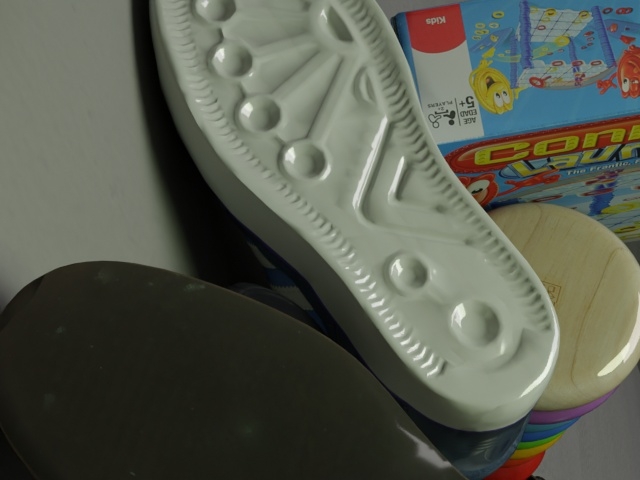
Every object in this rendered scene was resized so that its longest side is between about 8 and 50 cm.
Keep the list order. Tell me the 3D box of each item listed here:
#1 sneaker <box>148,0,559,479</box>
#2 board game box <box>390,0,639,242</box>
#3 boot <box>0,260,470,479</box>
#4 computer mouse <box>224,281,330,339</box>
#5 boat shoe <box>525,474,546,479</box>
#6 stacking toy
[{"bbox_3d":[0.001,0.000,0.819,0.323,0.130,0.236,56,-19,15],"label":"sneaker"},{"bbox_3d":[0.209,-0.077,0.957,0.302,0.308,0.086,69,11,-74],"label":"board game box"},{"bbox_3d":[0.008,0.117,0.547,0.112,0.305,0.115,-60,-177,-19],"label":"boot"},{"bbox_3d":[-0.050,0.129,0.601,0.184,0.060,0.262,25,45,-45],"label":"computer mouse"},{"bbox_3d":[0.187,0.240,1.302,0.066,0.066,0.183,61,9,-4],"label":"boat shoe"},{"bbox_3d":[0.136,0.106,1.042,0.330,0.141,0.141,91,-7,-63],"label":"stacking toy"}]
